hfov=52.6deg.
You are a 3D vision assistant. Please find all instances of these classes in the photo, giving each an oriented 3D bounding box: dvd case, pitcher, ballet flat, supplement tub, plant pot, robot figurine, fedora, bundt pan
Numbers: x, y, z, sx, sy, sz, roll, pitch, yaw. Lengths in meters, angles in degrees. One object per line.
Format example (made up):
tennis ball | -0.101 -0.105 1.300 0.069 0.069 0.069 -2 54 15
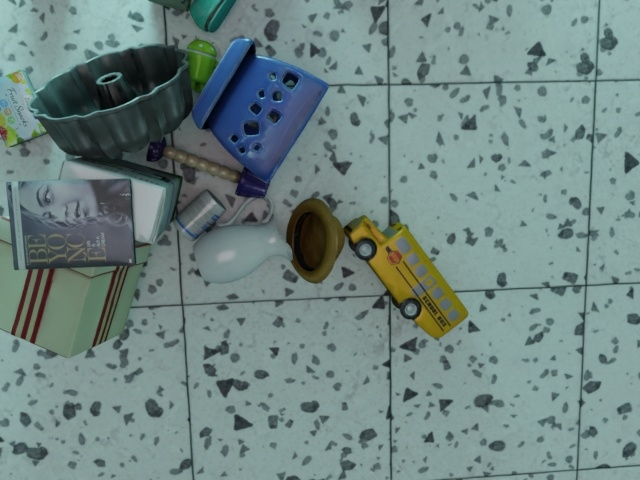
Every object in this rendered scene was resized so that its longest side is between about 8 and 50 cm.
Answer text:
dvd case | -0.460 -0.030 1.201 0.221 0.018 0.165 -2 98 -5
pitcher | -0.186 -0.004 1.474 0.207 0.125 0.178 -19 73 -6
ballet flat | -0.193 -0.564 1.391 0.087 0.083 0.247 42 92 4
supplement tub | -0.275 -0.057 1.471 0.107 0.071 0.071 -42 101 3
plant pot | -0.134 -0.283 1.363 0.212 0.236 0.236 32 97 -9
robot figurine | -0.266 -0.384 1.418 0.101 0.067 0.115 9 100 -35
fedora | 0.000 0.000 1.485 0.079 0.194 0.194 -2 102 -40
bundt pan | -0.405 -0.275 1.315 0.330 0.331 0.124 -17 127 -2

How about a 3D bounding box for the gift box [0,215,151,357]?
gift box | -0.532 0.061 1.383 0.255 0.276 0.258 20 101 5

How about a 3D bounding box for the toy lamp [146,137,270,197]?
toy lamp | -0.247 -0.162 1.452 0.274 0.080 0.080 18 97 -7

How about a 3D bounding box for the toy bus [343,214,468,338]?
toy bus | 0.195 0.075 1.519 0.130 0.108 0.333 -37 101 1

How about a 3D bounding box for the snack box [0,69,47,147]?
snack box | -0.663 -0.286 1.412 0.100 0.037 0.141 -22 101 -3

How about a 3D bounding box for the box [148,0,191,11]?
box | -0.303 -0.541 1.282 0.094 0.275 0.113 14 98 -10

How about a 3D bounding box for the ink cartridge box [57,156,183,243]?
ink cartridge box | -0.410 -0.095 1.346 0.201 0.278 0.117 15 99 -8
